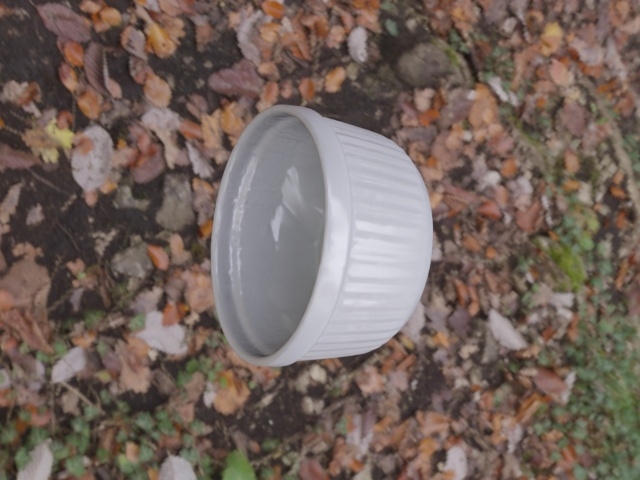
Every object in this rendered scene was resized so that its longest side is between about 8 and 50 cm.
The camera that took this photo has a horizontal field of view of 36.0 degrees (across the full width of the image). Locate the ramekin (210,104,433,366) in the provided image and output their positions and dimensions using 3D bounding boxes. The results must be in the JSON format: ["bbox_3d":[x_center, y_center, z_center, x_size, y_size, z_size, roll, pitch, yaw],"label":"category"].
[{"bbox_3d":[0.000,0.000,0.799,0.109,0.207,0.207,6,113,-29],"label":"ramekin"}]
